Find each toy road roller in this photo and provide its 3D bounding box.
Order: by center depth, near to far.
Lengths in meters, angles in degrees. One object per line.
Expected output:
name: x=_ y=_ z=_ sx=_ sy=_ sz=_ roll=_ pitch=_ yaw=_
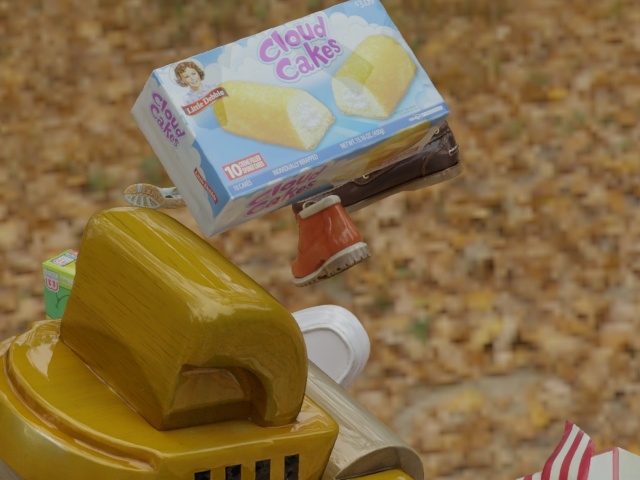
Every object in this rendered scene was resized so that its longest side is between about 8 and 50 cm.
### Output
toy road roller: x=-0.068 y=0.108 z=1.270 sx=0.329 sy=0.240 sz=0.202 roll=-4 pitch=33 yaw=-44

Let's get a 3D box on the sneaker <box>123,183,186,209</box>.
sneaker: x=-0.189 y=-0.047 z=2.278 sx=0.083 sy=0.032 sz=0.037 roll=4 pitch=-10 yaw=-12

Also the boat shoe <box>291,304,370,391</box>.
boat shoe: x=-0.075 y=0.158 z=1.784 sx=0.277 sy=0.098 sz=0.096 roll=-35 pitch=3 yaw=21

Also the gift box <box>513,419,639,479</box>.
gift box: x=0.244 y=0.332 z=1.811 sx=0.258 sy=0.276 sz=0.255 roll=25 pitch=-40 yaw=-36

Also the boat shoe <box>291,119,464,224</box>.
boat shoe: x=0.059 y=-0.081 z=2.253 sx=0.207 sy=0.073 sz=0.073 roll=-21 pitch=18 yaw=-1

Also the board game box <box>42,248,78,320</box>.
board game box: x=-0.233 y=0.109 z=2.001 sx=0.092 sy=0.181 sz=0.043 roll=18 pitch=31 yaw=33

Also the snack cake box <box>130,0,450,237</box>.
snack cake box: x=-0.028 y=-0.124 z=1.884 sx=0.264 sy=0.152 sz=0.089 roll=-23 pitch=-16 yaw=-30

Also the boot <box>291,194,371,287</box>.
boot: x=0.000 y=0.000 z=2.083 sx=0.059 sy=0.084 sz=0.158 roll=-25 pitch=-4 yaw=-25
